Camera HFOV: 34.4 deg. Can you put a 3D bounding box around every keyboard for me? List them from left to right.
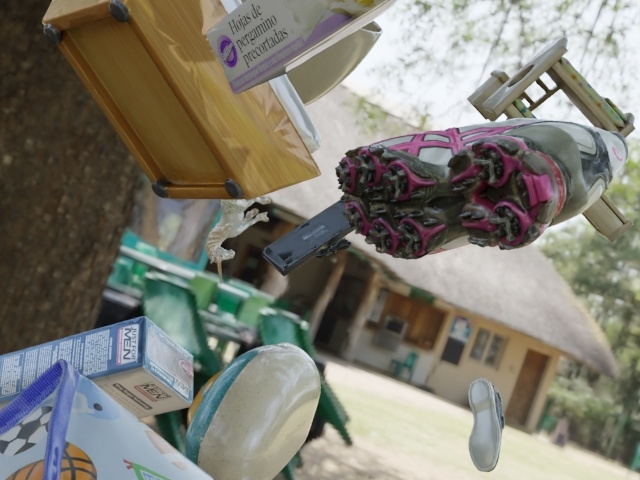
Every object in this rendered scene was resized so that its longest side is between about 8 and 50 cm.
[{"bbox_3d":[0.000,0.000,1.728,0.108,0.180,0.023,37,-25,47],"label":"keyboard"}]

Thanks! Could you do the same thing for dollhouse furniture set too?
[{"bbox_3d":[0.260,-0.111,1.074,0.182,0.101,0.161,46,7,-10],"label":"dollhouse furniture set"}]

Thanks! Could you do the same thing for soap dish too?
[{"bbox_3d":[-0.151,-0.169,1.092,0.229,0.118,0.290,4,-47,52],"label":"soap dish"}]

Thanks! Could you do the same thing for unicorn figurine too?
[{"bbox_3d":[-0.130,-0.031,1.603,0.111,0.161,0.060,-24,40,-30],"label":"unicorn figurine"}]

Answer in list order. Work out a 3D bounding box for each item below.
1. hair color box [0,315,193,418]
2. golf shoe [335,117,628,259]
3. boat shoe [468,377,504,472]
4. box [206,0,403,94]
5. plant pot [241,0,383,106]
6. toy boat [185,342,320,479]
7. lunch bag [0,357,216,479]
[{"bbox_3d":[-0.416,0.252,1.828,0.347,0.105,0.174,-15,-35,17],"label":"hair color box"},{"bbox_3d":[0.082,-0.030,0.570,0.086,0.067,0.186,-21,14,-32],"label":"golf shoe"},{"bbox_3d":[0.213,0.238,1.315,0.046,0.125,0.038,-25,-42,28],"label":"boat shoe"},{"bbox_3d":[0.018,-0.192,0.780,0.067,0.063,0.324,-28,5,-32],"label":"box"},{"bbox_3d":[-0.077,-0.289,1.504,0.284,0.191,0.284,26,18,-9],"label":"plant pot"},{"bbox_3d":[-0.121,0.277,1.304,0.148,0.318,0.267,21,9,16],"label":"toy boat"},{"bbox_3d":[-0.131,0.326,0.647,0.328,0.239,0.385,42,12,-27],"label":"lunch bag"}]
